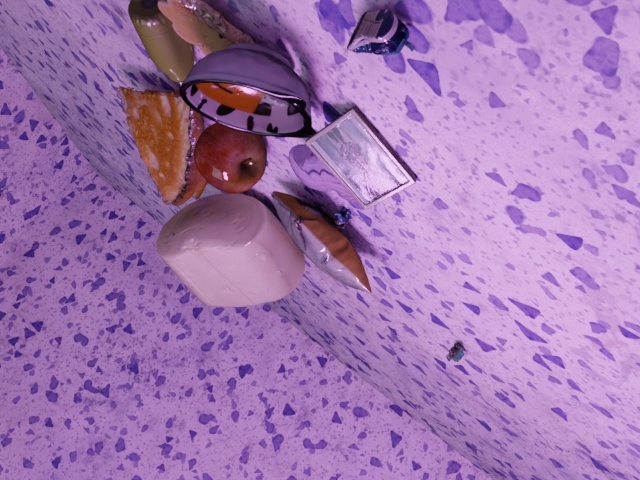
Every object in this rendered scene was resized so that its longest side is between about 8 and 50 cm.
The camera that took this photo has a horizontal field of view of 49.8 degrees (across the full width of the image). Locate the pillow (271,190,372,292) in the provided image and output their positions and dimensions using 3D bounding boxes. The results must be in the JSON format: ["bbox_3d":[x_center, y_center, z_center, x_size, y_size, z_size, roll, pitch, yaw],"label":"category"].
[{"bbox_3d":[0.000,0.000,1.930,0.312,0.119,0.310,46,177,-24],"label":"pillow"}]

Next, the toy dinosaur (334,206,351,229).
[{"bbox_3d":[0.056,-0.058,1.836,0.031,0.047,0.083,37,164,20],"label":"toy dinosaur"}]

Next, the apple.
[{"bbox_3d":[-0.241,-0.225,1.839,0.174,0.188,0.188,37,165,43],"label":"apple"}]

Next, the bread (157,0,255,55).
[{"bbox_3d":[-0.233,-0.439,1.471,0.251,0.039,0.182,34,169,-23],"label":"bread"}]

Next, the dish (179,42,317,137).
[{"bbox_3d":[-0.136,-0.315,1.408,0.303,0.120,0.303,12,169,2],"label":"dish"}]

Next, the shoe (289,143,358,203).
[{"bbox_3d":[0.017,-0.178,1.558,0.245,0.095,0.137,27,155,31],"label":"shoe"}]

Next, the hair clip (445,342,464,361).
[{"bbox_3d":[0.404,0.341,2.069,0.049,0.049,0.173,38,168,14],"label":"hair clip"}]

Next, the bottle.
[{"bbox_3d":[-0.359,-0.465,1.630,0.112,0.112,0.260,34,162,23],"label":"bottle"}]

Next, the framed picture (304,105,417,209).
[{"bbox_3d":[0.083,-0.165,1.432,0.150,0.015,0.203,-28,112,39],"label":"framed picture"}]

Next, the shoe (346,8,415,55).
[{"bbox_3d":[0.091,-0.320,1.086,0.071,0.063,0.143,29,176,-26],"label":"shoe"}]

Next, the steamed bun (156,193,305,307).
[{"bbox_3d":[-0.302,0.016,2.354,0.456,0.289,0.371,-6,139,27],"label":"steamed bun"}]

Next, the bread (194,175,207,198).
[{"bbox_3d":[-0.461,-0.271,2.312,0.261,0.147,0.160,42,172,0],"label":"bread"}]

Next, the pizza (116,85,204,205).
[{"bbox_3d":[-0.458,-0.280,2.100,0.435,0.080,0.391,18,125,48],"label":"pizza"}]
